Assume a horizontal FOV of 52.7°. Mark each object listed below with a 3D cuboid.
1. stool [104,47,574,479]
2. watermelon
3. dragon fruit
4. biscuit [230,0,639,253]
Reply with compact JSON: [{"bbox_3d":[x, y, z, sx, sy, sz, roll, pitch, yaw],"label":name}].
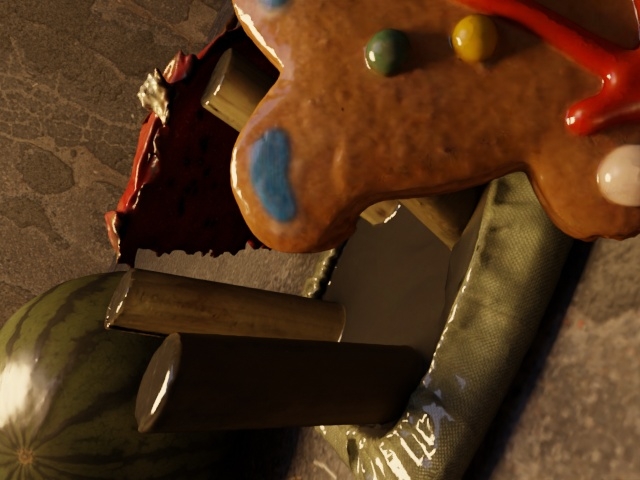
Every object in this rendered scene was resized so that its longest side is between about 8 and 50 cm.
[{"bbox_3d":[0.000,0.000,0.514,0.311,0.226,0.310,-66,25,-2],"label":"stool"},{"bbox_3d":[-0.215,0.170,0.720,0.279,0.278,0.359,-65,-8,2],"label":"watermelon"},{"bbox_3d":[-0.104,-0.117,0.732,0.100,0.343,0.282,27,99,22],"label":"dragon fruit"},{"bbox_3d":[0.112,-0.102,0.314,0.049,0.323,0.206,36,-128,-85],"label":"biscuit"}]
